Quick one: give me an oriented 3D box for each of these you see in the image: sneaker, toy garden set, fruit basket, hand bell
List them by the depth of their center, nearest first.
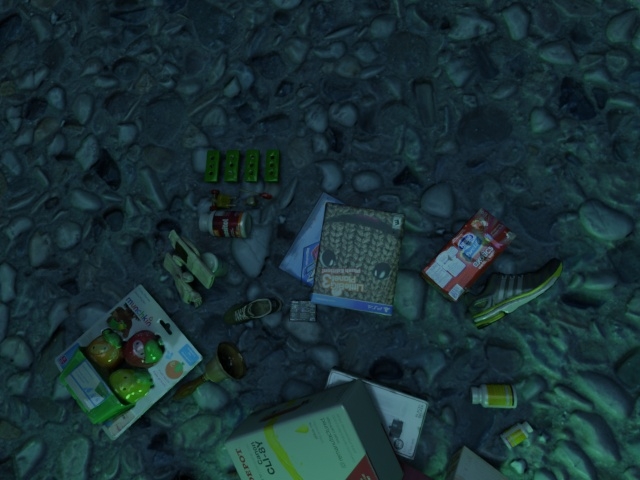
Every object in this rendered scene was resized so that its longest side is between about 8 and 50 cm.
[{"bbox_3d":[0.545,0.128,1.296,0.300,0.111,0.121,-32,74,1],"label":"sneaker"},{"bbox_3d":[-0.599,0.366,1.402,0.353,0.165,0.327,-43,78,-3],"label":"fruit basket"},{"bbox_3d":[-0.361,0.426,1.402,0.242,0.126,0.126,-35,78,15],"label":"hand bell"},{"bbox_3d":[-0.219,0.215,1.405,0.192,0.086,0.064,-16,79,6],"label":"sneaker"},{"bbox_3d":[-0.255,-0.193,1.495,0.245,0.049,0.203,1,80,8],"label":"toy garden set"}]

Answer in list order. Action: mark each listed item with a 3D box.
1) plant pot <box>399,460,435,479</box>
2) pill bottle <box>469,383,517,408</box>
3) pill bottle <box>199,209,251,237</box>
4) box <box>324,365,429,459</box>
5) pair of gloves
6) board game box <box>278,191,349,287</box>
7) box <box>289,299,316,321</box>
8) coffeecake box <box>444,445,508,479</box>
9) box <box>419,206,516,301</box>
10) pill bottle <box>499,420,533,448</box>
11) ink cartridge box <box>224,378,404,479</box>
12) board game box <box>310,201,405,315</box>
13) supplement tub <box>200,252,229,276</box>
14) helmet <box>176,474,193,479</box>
[{"bbox_3d":[0.228,0.706,1.219,0.202,0.201,0.180,25,70,11],"label":"plant pot"},{"bbox_3d":[0.482,0.435,1.277,0.117,0.065,0.065,-1,81,8],"label":"pill bottle"},{"bbox_3d":[-0.304,-0.053,1.459,0.152,0.086,0.085,3,82,10],"label":"pill bottle"},{"bbox_3d":[0.146,0.486,1.308,0.290,0.087,0.169,15,84,10],"label":"box"},{"bbox_3d":[-0.418,0.095,1.402,0.042,0.240,0.204,-28,75,-40],"label":"pair of gloves"},{"bbox_3d":[0.000,0.000,1.435,0.145,0.027,0.281,30,87,13],"label":"board game box"},{"bbox_3d":[-0.054,0.218,1.414,0.084,0.018,0.067,-1,81,8],"label":"box"},{"bbox_3d":[0.399,0.665,1.193,0.142,0.185,0.068,35,127,12],"label":"coffeecake box"},{"bbox_3d":[0.419,0.045,1.316,0.128,0.122,0.257,42,89,12],"label":"box"},{"bbox_3d":[0.544,0.536,1.263,0.083,0.043,0.043,-34,78,3],"label":"pill bottle"},{"bbox_3d":[-0.021,0.572,1.207,0.385,0.160,0.279,-26,88,23],"label":"ink cartridge box"},{"bbox_3d":[0.107,0.055,1.334,0.232,0.141,0.290,8,85,3],"label":"board game box"},{"bbox_3d":[-0.338,0.078,1.433,0.071,0.107,0.070,-1,82,8],"label":"supplement tub"},{"bbox_3d":[-0.427,0.776,1.311,0.170,0.161,0.169,-1,81,8],"label":"helmet"}]
